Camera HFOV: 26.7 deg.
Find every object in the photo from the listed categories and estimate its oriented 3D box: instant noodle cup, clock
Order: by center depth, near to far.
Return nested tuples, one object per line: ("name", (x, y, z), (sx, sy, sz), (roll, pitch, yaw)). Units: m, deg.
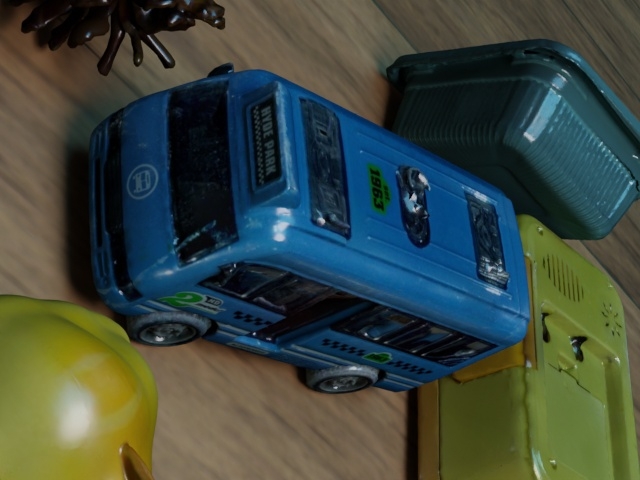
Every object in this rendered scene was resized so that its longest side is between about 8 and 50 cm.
("clock", (0.133, 0.099, 0.871), (0.143, 0.096, 0.202), (32, 47, -35))
("instant noodle cup", (0.130, -0.059, 0.910), (0.157, 0.179, 0.070), (42, 68, -30))

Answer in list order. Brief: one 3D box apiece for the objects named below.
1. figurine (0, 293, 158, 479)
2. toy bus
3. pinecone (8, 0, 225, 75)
("figurine", (-0.141, 0.048, 0.533), (0.246, 0.131, 0.156), (55, 37, 7))
("toy bus", (0.000, 0.000, 0.719), (0.246, 0.134, 0.113), (22, 54, -46))
("pinecone", (-0.103, -0.166, 0.670), (0.163, 0.163, 0.165), (-14, 97, -54))
